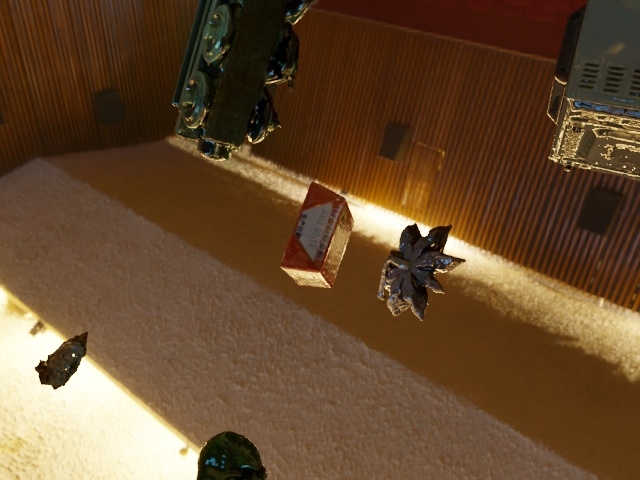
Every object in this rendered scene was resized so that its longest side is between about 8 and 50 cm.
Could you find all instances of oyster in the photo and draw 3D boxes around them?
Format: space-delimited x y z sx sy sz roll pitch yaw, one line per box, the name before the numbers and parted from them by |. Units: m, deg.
oyster | -0.546 0.260 1.289 0.132 0.086 0.029 -30 -169 -16

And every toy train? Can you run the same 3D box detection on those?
toy train | -0.061 -0.146 0.437 0.071 0.170 0.111 11 -162 -30

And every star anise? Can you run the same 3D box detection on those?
star anise | 0.190 0.066 1.277 0.081 0.262 0.230 16 -120 -33

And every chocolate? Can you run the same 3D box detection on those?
chocolate | 0.000 0.000 1.551 0.108 0.237 0.234 17 -103 12

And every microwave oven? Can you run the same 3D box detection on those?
microwave oven | 0.294 -0.129 0.542 0.163 0.129 0.205 13 177 20

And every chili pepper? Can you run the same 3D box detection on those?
chili pepper | -0.011 0.265 0.527 0.257 0.100 0.074 41 -142 -17
